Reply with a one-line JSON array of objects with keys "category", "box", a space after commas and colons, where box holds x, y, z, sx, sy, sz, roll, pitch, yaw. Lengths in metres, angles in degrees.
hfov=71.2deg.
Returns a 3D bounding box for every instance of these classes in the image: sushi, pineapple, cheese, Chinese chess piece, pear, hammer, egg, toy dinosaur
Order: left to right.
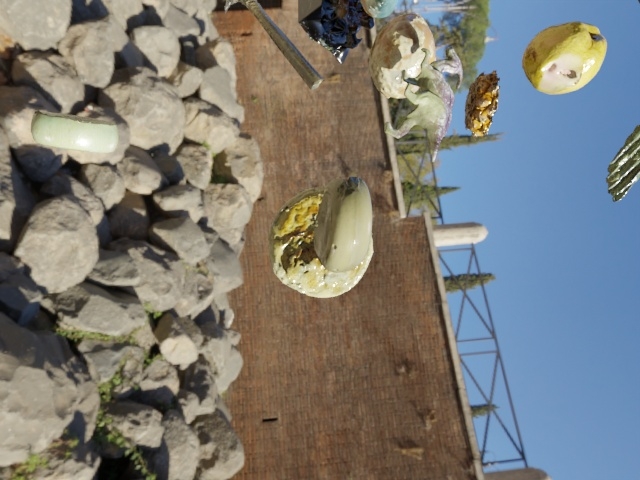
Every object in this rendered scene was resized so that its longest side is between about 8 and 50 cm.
[{"category": "Chinese chess piece", "box": [-0.455, -0.203, 0.833, 0.144, 0.143, 0.059, -110, -150, -74]}, {"category": "hammer", "box": [-0.087, -0.419, 0.912, 0.297, 0.125, 0.027, 53, -23, 14]}, {"category": "sushi", "box": [0.070, -0.761, 1.456, 0.227, 0.212, 0.216, 27, 52, -45]}, {"category": "cheese", "box": [0.048, -0.036, 0.937, 0.175, 0.090, 0.203, -109, -154, -49]}, {"category": "egg", "box": [0.238, -0.531, 1.296, 0.195, 0.194, 0.234, -110, -143, -73]}, {"category": "toy dinosaur", "box": [0.266, -0.348, 1.089, 0.077, 0.162, 0.294, -155, -97, -71]}, {"category": "pineapple", "box": [0.489, -0.419, 1.377, 0.225, 0.076, 0.225, 8, 90, -83]}, {"category": "pear", "box": [0.586, -0.441, 1.075, 0.178, 0.177, 0.178, 176, -90, -85]}]

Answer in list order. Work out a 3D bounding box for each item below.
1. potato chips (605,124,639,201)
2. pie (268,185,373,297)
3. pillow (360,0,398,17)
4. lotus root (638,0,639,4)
[{"category": "potato chips", "box": [0.726, -0.192, 1.033, 0.208, 0.091, 0.028, -57, 179, 22]}, {"category": "pie", "box": [0.000, 0.000, 1.324, 0.077, 0.338, 0.340, 56, 29, -81]}, {"category": "pillow", "box": [0.134, -0.531, 0.812, 0.214, 0.086, 0.234, -105, -149, -69]}, {"category": "lotus root", "box": [0.719, -0.487, 0.745, 0.111, 0.390, 0.375, -96, -163, -52]}]
